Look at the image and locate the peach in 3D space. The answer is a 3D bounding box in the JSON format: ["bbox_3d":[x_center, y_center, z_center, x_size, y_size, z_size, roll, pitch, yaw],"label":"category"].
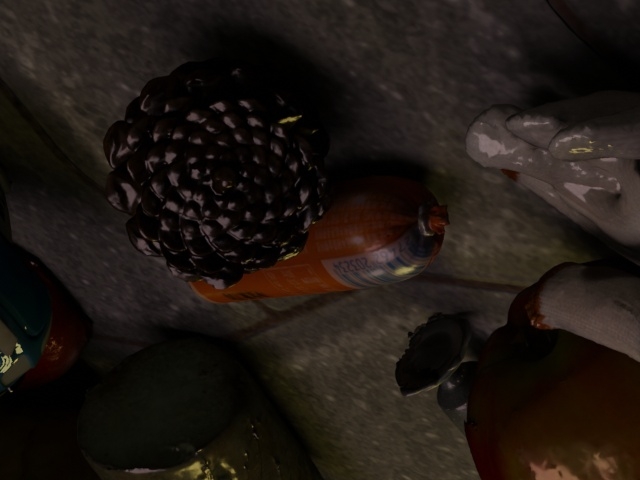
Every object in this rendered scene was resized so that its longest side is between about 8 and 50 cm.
[{"bbox_3d":[0.187,0.102,0.890,0.197,0.197,0.197,22,153,12],"label":"peach"}]

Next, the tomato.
[{"bbox_3d":[-0.326,0.070,1.402,0.228,0.101,0.228,19,150,12],"label":"tomato"}]

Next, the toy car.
[{"bbox_3d":[-0.301,-0.010,1.152,0.314,0.166,0.198,28,159,41],"label":"toy car"}]

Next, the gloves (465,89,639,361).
[{"bbox_3d":[0.178,-0.015,0.768,0.219,0.131,0.140,40,146,47],"label":"gloves"}]

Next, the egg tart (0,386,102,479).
[{"bbox_3d":[-0.234,0.295,1.457,0.178,0.443,0.443,-32,123,20],"label":"egg tart"}]

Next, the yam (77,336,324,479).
[{"bbox_3d":[-0.092,0.205,1.354,0.161,0.161,0.268,11,150,31],"label":"yam"}]

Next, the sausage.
[{"bbox_3d":[0.000,0.000,1.003,0.071,0.071,0.234,43,150,-28],"label":"sausage"}]

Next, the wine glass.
[{"bbox_3d":[0.121,0.124,1.106,0.072,0.072,0.155,-6,137,48],"label":"wine glass"}]

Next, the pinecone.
[{"bbox_3d":[-0.060,-0.042,0.925,0.140,0.140,0.121,31,-163,-6],"label":"pinecone"}]
